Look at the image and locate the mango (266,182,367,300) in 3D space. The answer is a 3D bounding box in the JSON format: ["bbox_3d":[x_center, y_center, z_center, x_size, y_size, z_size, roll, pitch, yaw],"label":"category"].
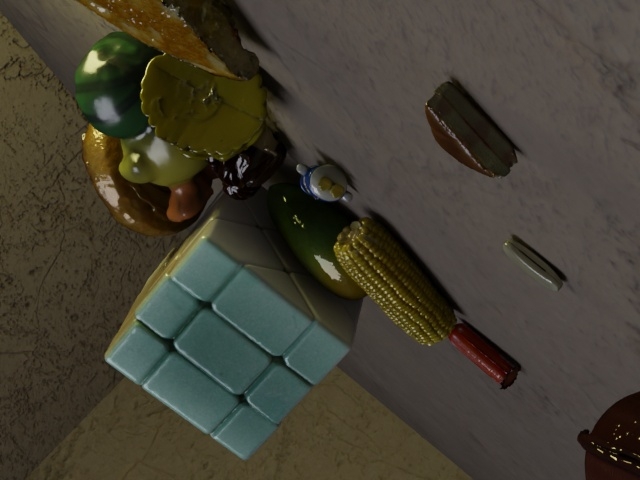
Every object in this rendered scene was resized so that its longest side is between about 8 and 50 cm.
[{"bbox_3d":[0.000,0.000,2.068,0.251,0.114,0.156,38,180,29],"label":"mango"}]

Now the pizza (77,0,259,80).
[{"bbox_3d":[-0.221,-0.322,1.598,0.323,0.089,0.223,28,164,21],"label":"pizza"}]

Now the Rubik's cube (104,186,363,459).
[{"bbox_3d":[-0.139,0.126,2.181,0.321,0.316,0.319,36,-156,-9],"label":"Rubik's cube"}]

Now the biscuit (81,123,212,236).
[{"bbox_3d":[-0.302,-0.154,2.262,0.102,0.296,0.296,-10,135,34],"label":"biscuit"}]

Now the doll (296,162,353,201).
[{"bbox_3d":[0.002,-0.089,1.861,0.098,0.058,0.143,31,180,-17],"label":"doll"}]

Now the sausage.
[{"bbox_3d":[0.253,0.178,1.979,0.145,0.050,0.048,41,165,28],"label":"sausage"}]

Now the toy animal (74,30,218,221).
[{"bbox_3d":[-0.264,-0.207,2.089,0.191,0.216,0.338,-5,133,41],"label":"toy animal"}]

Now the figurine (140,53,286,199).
[{"bbox_3d":[-0.131,-0.171,1.868,0.187,0.168,0.315,1,169,13],"label":"figurine"}]

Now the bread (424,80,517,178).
[{"bbox_3d":[0.141,-0.104,1.208,0.109,0.043,0.062,44,169,-10],"label":"bread"}]

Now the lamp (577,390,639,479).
[{"bbox_3d":[0.384,0.250,1.326,0.180,0.180,0.258,46,171,-13],"label":"lamp"}]

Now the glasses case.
[{"bbox_3d":[0.244,0.028,1.422,0.083,0.021,0.032,41,170,21],"label":"glasses case"}]

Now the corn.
[{"bbox_3d":[0.119,0.066,1.926,0.244,0.093,0.093,46,171,-25],"label":"corn"}]
